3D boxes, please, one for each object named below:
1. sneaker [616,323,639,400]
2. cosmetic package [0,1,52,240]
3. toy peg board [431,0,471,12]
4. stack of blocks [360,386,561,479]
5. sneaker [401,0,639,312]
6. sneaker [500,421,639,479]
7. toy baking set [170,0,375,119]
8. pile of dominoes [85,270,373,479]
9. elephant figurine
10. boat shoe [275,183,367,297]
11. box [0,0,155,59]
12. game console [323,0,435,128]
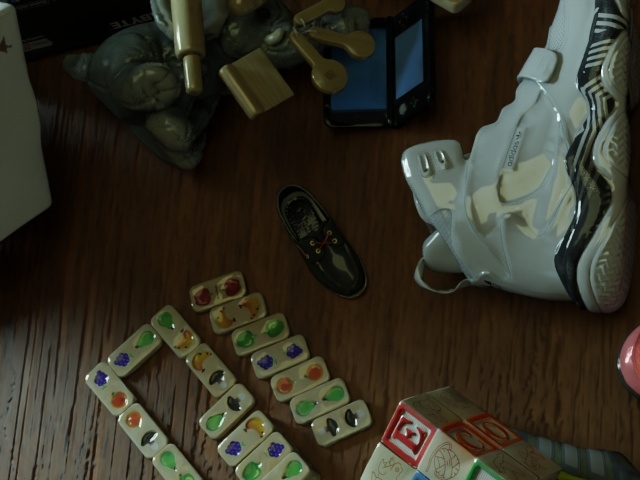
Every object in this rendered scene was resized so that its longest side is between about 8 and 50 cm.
[{"bbox_3d":[0.412,0.087,1.678,0.314,0.136,0.116,-2,69,17],"label":"sneaker"},{"bbox_3d":[-0.505,-0.146,1.945,0.453,0.230,0.161,15,38,31],"label":"cosmetic package"},{"bbox_3d":[0.123,-0.333,1.923,0.161,0.079,0.160,34,62,24],"label":"toy peg board"},{"bbox_3d":[0.092,0.298,1.659,0.171,0.087,0.297,35,112,26],"label":"stack of blocks"},{"bbox_3d":[0.191,-0.112,1.817,0.210,0.137,0.365,0,74,14],"label":"sneaker"},{"bbox_3d":[0.203,0.223,1.718,0.300,0.121,0.111,28,117,40],"label":"sneaker"},{"bbox_3d":[-0.053,-0.233,1.881,0.197,0.030,0.256,-5,68,-15],"label":"toy baking set"},{"bbox_3d":[-0.094,0.152,1.867,0.196,0.040,0.251,-43,65,-1],"label":"pile of dominoes"},{"bbox_3d":[-0.105,-0.199,1.949,0.186,0.169,0.239,46,80,-13],"label":"elephant figurine"},{"bbox_3d":[-0.002,0.001,1.892,0.049,0.042,0.133,-35,66,1],"label":"boat shoe"},{"bbox_3d":[-0.287,-0.298,1.948,0.296,0.293,0.073,-11,60,13],"label":"box"},{"bbox_3d":[0.058,-0.178,1.918,0.107,0.071,0.122,-31,54,55],"label":"game console"}]
